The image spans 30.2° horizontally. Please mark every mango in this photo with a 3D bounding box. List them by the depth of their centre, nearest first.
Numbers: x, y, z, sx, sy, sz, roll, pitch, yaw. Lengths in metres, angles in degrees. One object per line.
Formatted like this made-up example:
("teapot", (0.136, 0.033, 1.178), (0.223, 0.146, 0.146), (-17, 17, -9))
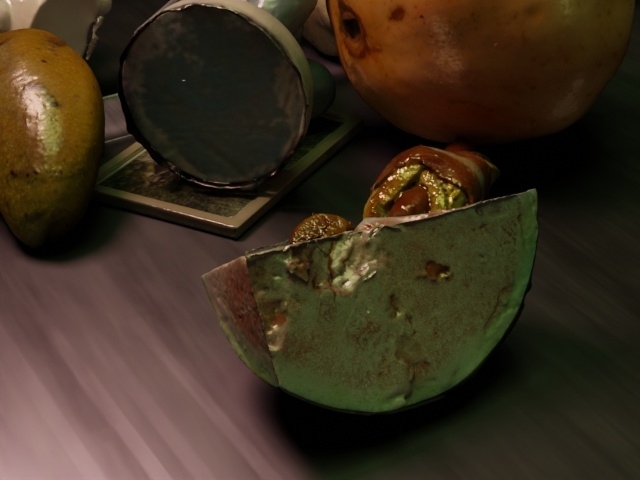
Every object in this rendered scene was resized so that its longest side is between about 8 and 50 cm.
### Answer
("mango", (-0.344, -0.134, 1.406), (0.176, 0.176, 0.329), (-3, 31, -19))

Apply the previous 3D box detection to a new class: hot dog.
("hot dog", (0.125, -0.060, 1.334), (0.123, 0.093, 0.261), (11, 33, 19))

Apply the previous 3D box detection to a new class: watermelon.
("watermelon", (0.061, 0.041, 1.088), (0.305, 0.180, 0.224), (-16, 48, -25))

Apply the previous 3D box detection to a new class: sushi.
("sushi", (0.000, 0.000, 1.289), (0.099, 0.047, 0.050), (-17, 52, -23))

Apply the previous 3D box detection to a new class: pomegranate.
("pomegranate", (0.211, -0.308, 1.460), (0.412, 0.411, 0.411), (-1, 31, 1))

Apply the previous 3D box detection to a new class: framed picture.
("framed picture", (-0.120, -0.108, 1.499), (0.241, 0.020, 0.324), (16, 35, 26))

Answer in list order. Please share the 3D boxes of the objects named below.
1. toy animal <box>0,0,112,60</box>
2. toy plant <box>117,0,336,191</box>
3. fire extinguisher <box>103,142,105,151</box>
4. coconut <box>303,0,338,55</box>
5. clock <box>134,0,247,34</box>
("toy animal", (-0.450, -0.312, 1.697), (0.310, 0.182, 0.247), (24, 40, 36))
("toy plant", (-0.089, -0.230, 1.475), (0.247, 0.247, 0.332), (5, 30, 12))
("fire extinguisher", (-0.361, -0.134, 1.548), (0.173, 0.035, 0.049), (15, 73, 26))
("coconut", (0.030, -0.385, 1.762), (0.224, 0.224, 0.224), (-1, 31, 1))
("clock", (-0.177, -0.304, 1.776), (0.145, 0.073, 0.193), (6, 32, 14))
